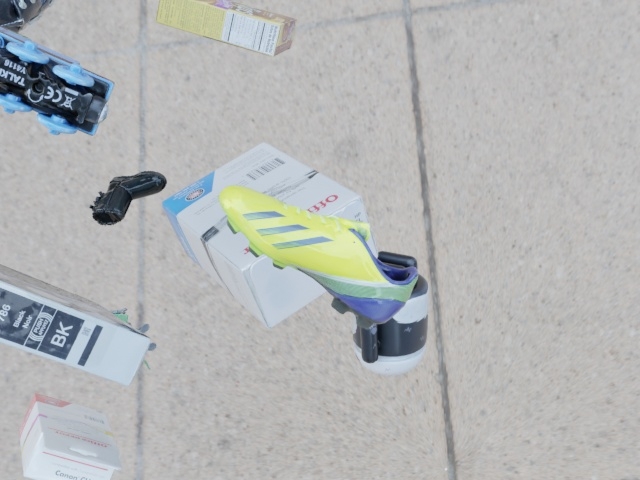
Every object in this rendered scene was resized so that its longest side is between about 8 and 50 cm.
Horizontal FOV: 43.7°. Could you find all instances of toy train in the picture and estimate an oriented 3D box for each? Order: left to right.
[{"bbox_3d":[-0.306,-0.173,0.836,0.184,0.105,0.080,22,105,-10],"label":"toy train"}]

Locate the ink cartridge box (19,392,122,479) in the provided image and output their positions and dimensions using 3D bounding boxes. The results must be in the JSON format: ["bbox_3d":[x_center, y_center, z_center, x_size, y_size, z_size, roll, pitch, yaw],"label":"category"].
[{"bbox_3d":[-0.354,0.292,1.123,0.115,0.198,0.067,24,90,-24],"label":"ink cartridge box"}]

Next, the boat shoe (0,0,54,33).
[{"bbox_3d":[-0.460,-0.348,1.168,0.102,0.301,0.108,-39,105,18],"label":"boat shoe"}]

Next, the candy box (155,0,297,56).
[{"bbox_3d":[-0.138,-0.331,1.203,0.186,0.109,0.053,18,112,4],"label":"candy box"}]

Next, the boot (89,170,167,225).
[{"bbox_3d":[-0.336,-0.073,1.391,0.121,0.045,0.099,-4,41,18],"label":"boot"}]

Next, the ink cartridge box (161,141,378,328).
[{"bbox_3d":[-0.113,-0.025,1.681,0.285,0.166,0.395,-33,36,-18],"label":"ink cartridge box"}]

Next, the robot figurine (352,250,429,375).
[{"bbox_3d":[0.153,0.167,1.792,0.209,0.173,0.278,-11,116,-22],"label":"robot figurine"}]

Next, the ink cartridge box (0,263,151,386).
[{"bbox_3d":[-0.350,0.052,0.811,0.165,0.332,0.065,18,82,52],"label":"ink cartridge box"}]

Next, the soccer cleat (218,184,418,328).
[{"bbox_3d":[0.000,0.000,1.056,0.289,0.093,0.121,35,110,-12],"label":"soccer cleat"}]

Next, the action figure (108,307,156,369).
[{"bbox_3d":[-0.453,0.199,1.787,0.063,0.137,0.232,-28,26,-37],"label":"action figure"}]
